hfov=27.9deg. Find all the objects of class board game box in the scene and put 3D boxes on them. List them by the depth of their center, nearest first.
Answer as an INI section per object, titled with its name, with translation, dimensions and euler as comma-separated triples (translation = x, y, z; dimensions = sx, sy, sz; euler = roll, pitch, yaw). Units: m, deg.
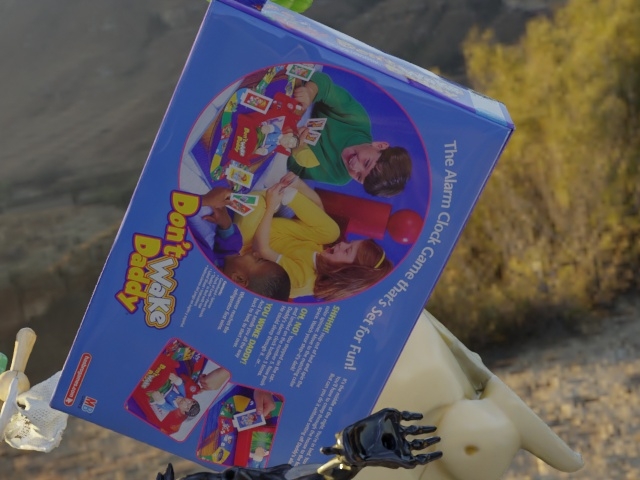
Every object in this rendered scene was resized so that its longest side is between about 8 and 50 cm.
[board game box]
translation = -0.035, 0.012, 0.985
dimensions = 0.233, 0.347, 0.078
euler = 23, 19, -6

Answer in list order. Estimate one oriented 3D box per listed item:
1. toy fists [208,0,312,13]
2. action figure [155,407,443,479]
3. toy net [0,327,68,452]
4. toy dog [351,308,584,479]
[toy fists]
translation = -0.111, -0.281, 1.067
dimensions = 0.279, 0.096, 0.142
euler = 38, -3, -39
[action figure]
translation = -0.031, 0.215, 0.881
dimensions = 0.141, 0.164, 0.275
euler = 21, -37, -34
[toy net]
translation = -0.296, 0.119, 1.121
dimensions = 0.122, 0.045, 0.232
euler = -50, 43, 0
[toy dog]
translation = 0.030, 0.272, 1.443
dimensions = 0.408, 0.395, 0.284
euler = -48, 46, 2
